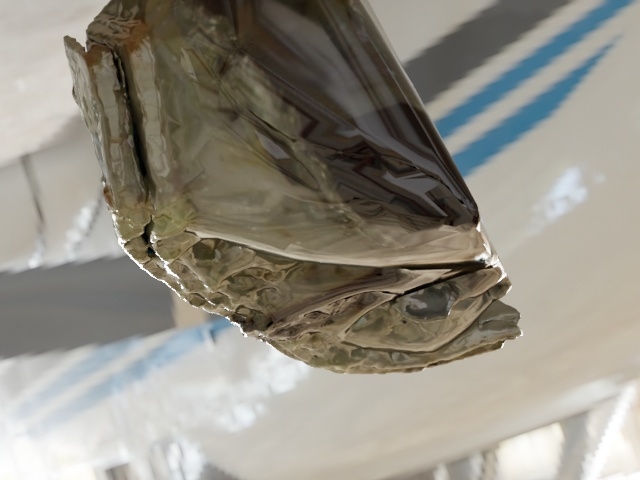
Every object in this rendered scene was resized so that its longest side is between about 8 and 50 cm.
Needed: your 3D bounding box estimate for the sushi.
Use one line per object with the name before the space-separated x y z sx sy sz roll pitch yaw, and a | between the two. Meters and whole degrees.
sushi | -0.006 -0.013 0.654 0.109 0.134 0.273 -28 164 4
